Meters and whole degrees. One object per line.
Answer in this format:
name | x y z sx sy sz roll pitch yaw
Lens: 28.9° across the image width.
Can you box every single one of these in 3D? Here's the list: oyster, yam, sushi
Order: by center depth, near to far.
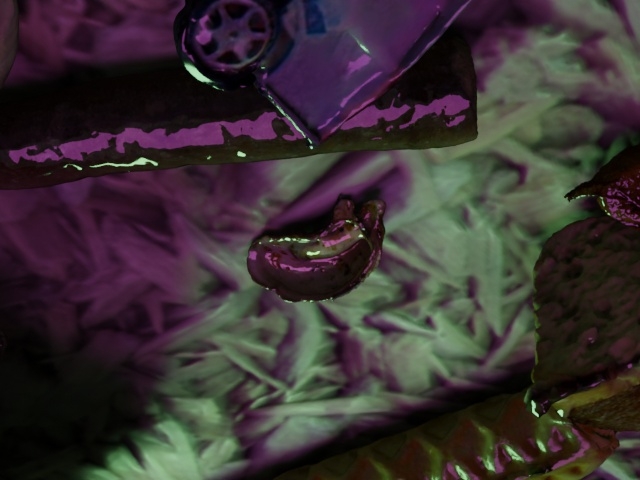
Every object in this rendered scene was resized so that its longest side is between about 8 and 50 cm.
yam | -0.051 -0.066 0.659 0.274 0.061 0.061 -6 139 3
sushi | 0.198 -0.031 0.733 0.099 0.047 0.050 15 100 -9
oyster | 0.000 0.000 0.769 0.083 0.038 0.081 17 114 15

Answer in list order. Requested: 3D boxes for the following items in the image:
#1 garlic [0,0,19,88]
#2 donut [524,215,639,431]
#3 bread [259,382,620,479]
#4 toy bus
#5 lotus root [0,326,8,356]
garlic | -0.225 -0.081 0.605 0.124 0.099 0.174 12 139 -37
donut | 0.223 0.053 0.770 0.186 0.126 0.144 -14 150 17
bread | 0.052 0.191 0.944 0.367 0.077 0.084 -24 139 19
toy bus | -0.054 -0.180 0.497 0.138 0.112 0.317 -33 133 14
lotus root | -0.278 0.095 0.770 0.209 0.120 0.120 -19 137 24
